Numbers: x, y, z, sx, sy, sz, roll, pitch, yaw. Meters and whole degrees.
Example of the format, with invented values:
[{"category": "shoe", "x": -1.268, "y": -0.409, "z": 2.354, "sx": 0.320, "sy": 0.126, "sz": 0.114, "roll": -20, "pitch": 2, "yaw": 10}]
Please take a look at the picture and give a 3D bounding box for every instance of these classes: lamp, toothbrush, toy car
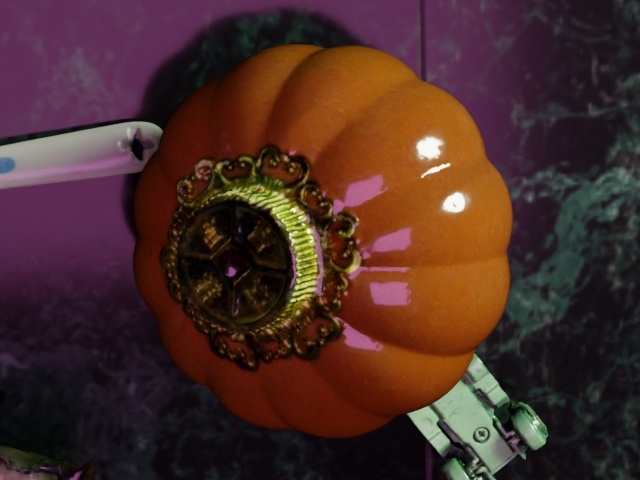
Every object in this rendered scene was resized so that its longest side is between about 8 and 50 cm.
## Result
[{"category": "lamp", "x": 0.000, "y": 0.000, "z": 0.829, "sx": 0.223, "sy": 0.196, "sz": 0.223, "roll": 4, "pitch": 99, "yaw": 27}, {"category": "toothbrush", "x": -0.280, "y": -0.025, "z": 0.862, "sx": 0.386, "sy": 0.040, "sz": 0.040, "roll": -10, "pitch": 106, "yaw": -11}, {"category": "toy car", "x": 0.079, "y": 0.095, "z": 0.942, "sx": 0.073, "sy": 0.054, "sz": 0.143, "roll": -40, "pitch": 109, "yaw": 0}]

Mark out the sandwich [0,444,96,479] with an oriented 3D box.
[{"category": "sandwich", "x": -0.289, "y": 0.191, "z": 0.879, "sx": 0.212, "sy": 0.109, "sz": 0.292, "roll": 32, "pitch": 95, "yaw": -9}]
